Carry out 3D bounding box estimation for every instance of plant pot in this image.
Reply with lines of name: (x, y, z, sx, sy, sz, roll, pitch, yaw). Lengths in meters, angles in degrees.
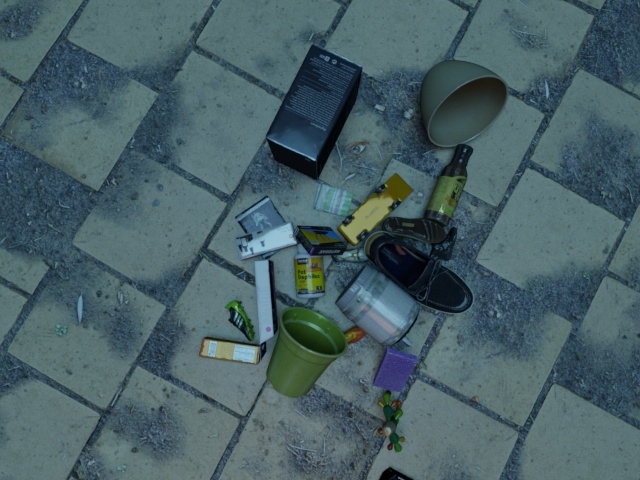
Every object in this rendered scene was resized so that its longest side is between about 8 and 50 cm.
plant pot: (-0.076, 0.433, 1.533, 0.276, 0.276, 0.254, 28, 108, 2)

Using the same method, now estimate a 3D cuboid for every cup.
cup: (0.529, -0.576, 1.625, 0.331, 0.331, 0.237, -20, 59, -2)

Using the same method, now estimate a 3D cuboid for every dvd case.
dvd case: (-0.227, -0.052, 1.695, 0.164, 0.018, 0.221, -35, 87, -2)

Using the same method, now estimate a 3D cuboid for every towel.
towel: (0.053, -0.168, 1.705, 0.152, 0.023, 0.113, 15, 86, 1)

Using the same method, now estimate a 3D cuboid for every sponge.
sponge: (0.286, 0.504, 1.581, 0.117, 0.031, 0.210, 14, 125, 2)

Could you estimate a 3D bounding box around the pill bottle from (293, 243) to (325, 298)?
pill bottle: (-0.045, 0.120, 1.631, 0.117, 0.117, 0.215, -4, 85, -1)

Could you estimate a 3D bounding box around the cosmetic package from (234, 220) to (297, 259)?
cosmetic package: (-0.218, 0.002, 1.651, 0.239, 0.060, 0.099, -17, 87, -1)

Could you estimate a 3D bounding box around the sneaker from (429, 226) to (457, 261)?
sneaker: (0.497, 0.021, 1.676, 0.089, 0.051, 0.170, 13, 95, -1)

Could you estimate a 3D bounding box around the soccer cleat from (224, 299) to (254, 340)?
soccer cleat: (-0.324, 0.328, 1.645, 0.072, 0.060, 0.179, -29, 79, 7)

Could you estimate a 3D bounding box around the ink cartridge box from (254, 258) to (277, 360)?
ink cartridge box: (-0.209, 0.260, 1.588, 0.069, 0.176, 0.371, -2, 85, -1)

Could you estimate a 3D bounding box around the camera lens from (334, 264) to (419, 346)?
camera lens: (0.222, 0.253, 1.571, 0.274, 0.219, 0.219, 39, 86, 3)

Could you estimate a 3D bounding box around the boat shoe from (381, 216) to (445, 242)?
boat shoe: (0.374, -0.044, 1.662, 0.257, 0.095, 0.095, 14, 77, -3)

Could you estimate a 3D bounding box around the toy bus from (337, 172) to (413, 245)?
toy bus: (0.217, -0.122, 1.649, 0.333, 0.130, 0.108, -43, 88, -4)

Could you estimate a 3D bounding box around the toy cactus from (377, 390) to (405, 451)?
toy cactus: (0.260, 0.699, 1.561, 0.112, 0.180, 0.219, -4, 80, 19)

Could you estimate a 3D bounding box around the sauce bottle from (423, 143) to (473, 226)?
sauce bottle: (0.531, -0.228, 1.671, 0.111, 0.111, 0.344, 22, 87, 1)

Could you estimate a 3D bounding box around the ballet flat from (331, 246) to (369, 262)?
ballet flat: (0.139, 0.061, 1.665, 0.188, 0.070, 0.070, -6, 85, -1)

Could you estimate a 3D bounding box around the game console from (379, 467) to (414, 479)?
game console: (0.368, 1.065, 1.591, 0.361, 0.044, 0.213, 28, 87, 2)

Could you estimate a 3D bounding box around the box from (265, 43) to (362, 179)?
box: (-0.022, -0.482, 1.598, 0.212, 0.293, 0.395, 25, 85, 2)

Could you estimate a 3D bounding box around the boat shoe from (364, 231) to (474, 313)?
boat shoe: (0.392, 0.140, 1.596, 0.500, 0.156, 0.187, 35, 94, -7)

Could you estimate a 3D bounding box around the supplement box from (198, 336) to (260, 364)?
supplement box: (-0.354, 0.437, 1.621, 0.233, 0.078, 0.080, 10, 82, 0)

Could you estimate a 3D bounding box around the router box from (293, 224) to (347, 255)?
router box: (0.000, 0.000, 1.599, 0.133, 0.179, 0.046, 51, 125, 33)

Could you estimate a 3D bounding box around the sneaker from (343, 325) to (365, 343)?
sneaker: (0.106, 0.393, 1.635, 0.175, 0.067, 0.064, -24, 84, -4)
